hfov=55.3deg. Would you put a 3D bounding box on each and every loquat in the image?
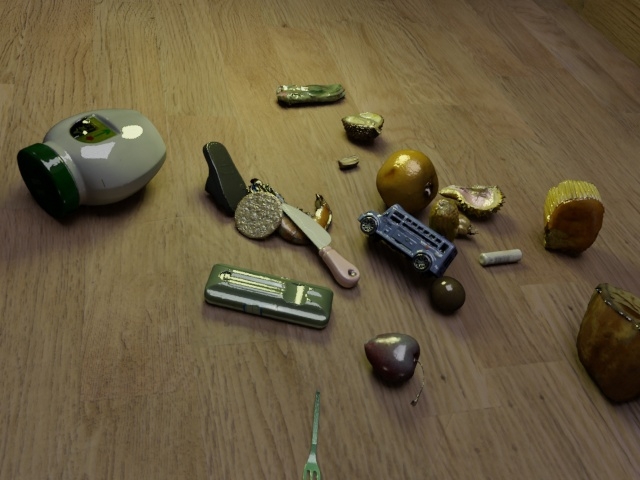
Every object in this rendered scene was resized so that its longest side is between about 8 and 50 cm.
[{"bbox_3d":[0.281,-0.190,1.975,0.208,0.208,0.208,8,43,-7],"label":"loquat"}]

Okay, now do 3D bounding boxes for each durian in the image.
[{"bbox_3d":[0.509,-0.133,2.079,0.224,0.078,0.140,11,54,11],"label":"durian"},{"bbox_3d":[0.164,-0.408,2.249,0.148,0.091,0.188,-19,30,-29],"label":"durian"}]

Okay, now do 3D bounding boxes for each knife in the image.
[{"bbox_3d":[0.003,-0.001,1.782,0.081,0.043,0.336,-23,65,-37],"label":"knife"}]

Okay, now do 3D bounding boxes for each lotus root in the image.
[{"bbox_3d":[0.837,0.274,1.638,0.316,0.250,0.316,13,32,-8],"label":"lotus root"},{"bbox_3d":[0.444,-0.056,1.982,0.152,0.063,0.072,31,26,23],"label":"lotus root"},{"bbox_3d":[0.100,-0.270,2.136,0.083,0.030,0.037,-20,59,-30],"label":"lotus root"}]

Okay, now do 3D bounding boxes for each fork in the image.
[{"bbox_3d":[-0.012,0.443,1.375,0.039,0.021,0.235,14,41,-7],"label":"fork"}]

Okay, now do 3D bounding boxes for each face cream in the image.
[{"bbox_3d":[-0.648,-0.233,1.756,0.312,0.219,0.357,36,50,19],"label":"face cream"}]

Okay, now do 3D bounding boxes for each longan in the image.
[{"bbox_3d":[0.360,0.151,1.730,0.113,0.113,0.092,41,93,26],"label":"longan"}]

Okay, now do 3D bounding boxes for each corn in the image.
[{"bbox_3d":[0.371,-0.057,1.827,0.101,0.292,0.101,-2,75,9],"label":"corn"}]

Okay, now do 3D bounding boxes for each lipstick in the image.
[{"bbox_3d":[0.565,0.053,1.921,0.141,0.040,0.040,-6,47,-20],"label":"lipstick"}]

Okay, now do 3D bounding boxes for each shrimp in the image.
[{"bbox_3d":[-0.087,-0.113,1.888,0.290,0.054,0.222,43,51,16],"label":"shrimp"}]

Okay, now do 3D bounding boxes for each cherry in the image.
[{"bbox_3d":[0.172,0.306,1.502,0.148,0.115,0.188,35,49,-6],"label":"cherry"}]

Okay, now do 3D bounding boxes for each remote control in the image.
[{"bbox_3d":[-0.133,0.140,1.622,0.335,0.065,0.128,13,40,-2],"label":"remote control"}]

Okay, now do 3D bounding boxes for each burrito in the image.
[{"bbox_3d":[-0.030,-0.574,2.391,0.309,0.066,0.096,-11,46,-29],"label":"burrito"}]

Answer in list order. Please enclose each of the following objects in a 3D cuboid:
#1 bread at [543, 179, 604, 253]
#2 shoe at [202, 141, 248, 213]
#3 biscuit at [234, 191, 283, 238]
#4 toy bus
[{"bbox_3d":[0.809,-0.070,1.966,0.179,0.250,0.133,2,45,4],"label":"bread"},{"bbox_3d":[-0.308,-0.184,1.890,0.108,0.093,0.241,-12,76,-51],"label":"shoe"},{"bbox_3d":[-0.183,-0.075,1.810,0.152,0.020,0.152,-3,75,11],"label":"biscuit"},{"bbox_3d":[0.253,-0.009,1.802,0.292,0.125,0.133,37,90,22],"label":"toy bus"}]
